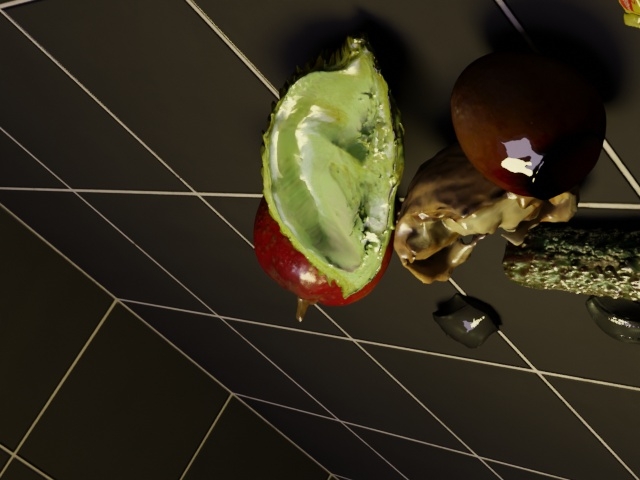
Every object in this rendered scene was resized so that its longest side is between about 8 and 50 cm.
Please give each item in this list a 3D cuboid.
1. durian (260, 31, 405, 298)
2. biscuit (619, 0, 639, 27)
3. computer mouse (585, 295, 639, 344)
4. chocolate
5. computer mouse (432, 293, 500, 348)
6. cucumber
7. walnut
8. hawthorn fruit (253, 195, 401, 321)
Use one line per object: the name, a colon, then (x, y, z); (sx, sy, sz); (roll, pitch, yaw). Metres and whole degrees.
durian: (0.017, -0.100, 1.482); (0.163, 0.198, 0.394); (-2, 135, -15)
biscuit: (0.245, -0.290, 1.006); (0.048, 0.026, 0.292); (38, 170, 48)
computer mouse: (0.440, 0.120, 1.648); (0.135, 0.047, 0.079); (23, 159, 14)
chocolate: (0.221, -0.134, 1.243); (0.176, 0.177, 0.177); (27, 159, 11)
computer mouse: (0.241, 0.147, 1.966); (0.099, 0.057, 0.172); (37, 160, -7)
cucumber: (0.358, 0.025, 1.492); (0.096, 0.096, 0.359); (44, 159, -30)
walnut: (0.191, -0.059, 1.426); (0.238, 0.141, 0.204); (-24, 159, 15)
hawthorn fruit: (0.000, 0.000, 1.729); (0.215, 0.250, 0.215); (16, 180, 0)
